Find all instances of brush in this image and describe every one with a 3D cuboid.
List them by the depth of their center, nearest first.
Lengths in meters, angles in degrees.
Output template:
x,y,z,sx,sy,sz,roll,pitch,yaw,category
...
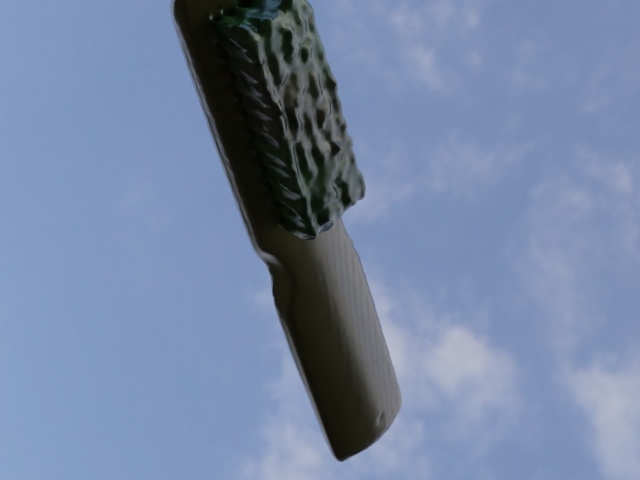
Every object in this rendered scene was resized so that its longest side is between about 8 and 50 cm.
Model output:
x,y,z,sx,sy,sz,roll,pitch,yaw,category
0.000,0.000,0.564,0.048,0.054,0.282,23,-37,39,brush
